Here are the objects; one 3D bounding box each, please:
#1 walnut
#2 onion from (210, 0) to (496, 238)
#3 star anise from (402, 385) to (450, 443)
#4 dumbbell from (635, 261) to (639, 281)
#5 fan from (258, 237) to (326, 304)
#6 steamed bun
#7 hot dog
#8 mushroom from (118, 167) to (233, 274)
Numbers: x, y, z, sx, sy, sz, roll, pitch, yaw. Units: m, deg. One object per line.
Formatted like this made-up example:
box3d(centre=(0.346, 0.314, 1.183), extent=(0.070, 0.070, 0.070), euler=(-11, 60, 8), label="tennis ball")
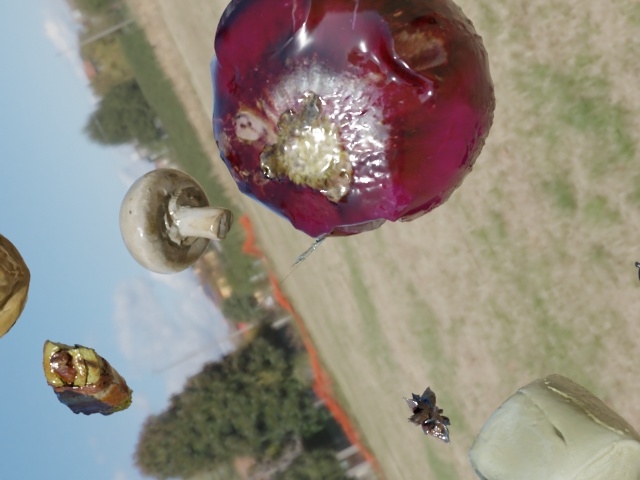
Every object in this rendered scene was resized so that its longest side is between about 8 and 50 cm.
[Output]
box3d(centre=(-0.631, 0.081, 1.790), extent=(0.257, 0.257, 0.224), euler=(62, 170, 18), label="walnut")
box3d(centre=(0.073, -0.209, 1.460), extent=(0.420, 0.398, 0.398), euler=(-18, -100, -57), label="onion")
box3d(centre=(0.224, 0.353, 2.150), extent=(0.124, 0.056, 0.129), euler=(32, -147, -16), label="star anise")
box3d(centre=(0.621, 0.062, 1.864), extent=(0.147, 0.069, 0.069), euler=(16, -157, -28), label="dumbbell")
box3d(centre=(-0.001, -0.001, 1.735), extent=(0.012, 0.233, 0.414), euler=(47, -145, -1), label="fan")
box3d(centre=(0.441, 0.415, 1.967), extent=(0.290, 0.272, 0.273), euler=(28, 107, 44), label="steamed bun")
box3d(centre=(-0.443, 0.267, 1.930), extent=(0.213, 0.146, 0.103), euler=(54, -133, -48), label="hot dog")
box3d(centre=(-0.268, -0.036, 1.973), extent=(0.215, 0.207, 0.207), euler=(3, 134, 32), label="mushroom")
